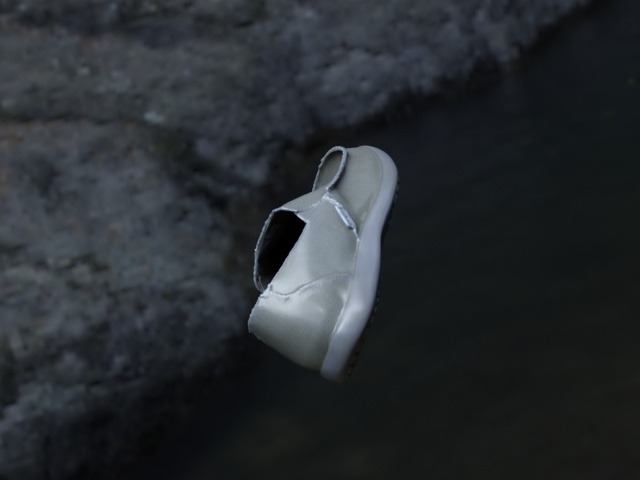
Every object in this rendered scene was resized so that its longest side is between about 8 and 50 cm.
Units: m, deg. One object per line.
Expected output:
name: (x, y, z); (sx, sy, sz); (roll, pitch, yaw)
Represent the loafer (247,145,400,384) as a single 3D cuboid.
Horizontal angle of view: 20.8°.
loafer: (0.000, 0.000, 1.332); (0.092, 0.102, 0.268); (20, 30, -8)
